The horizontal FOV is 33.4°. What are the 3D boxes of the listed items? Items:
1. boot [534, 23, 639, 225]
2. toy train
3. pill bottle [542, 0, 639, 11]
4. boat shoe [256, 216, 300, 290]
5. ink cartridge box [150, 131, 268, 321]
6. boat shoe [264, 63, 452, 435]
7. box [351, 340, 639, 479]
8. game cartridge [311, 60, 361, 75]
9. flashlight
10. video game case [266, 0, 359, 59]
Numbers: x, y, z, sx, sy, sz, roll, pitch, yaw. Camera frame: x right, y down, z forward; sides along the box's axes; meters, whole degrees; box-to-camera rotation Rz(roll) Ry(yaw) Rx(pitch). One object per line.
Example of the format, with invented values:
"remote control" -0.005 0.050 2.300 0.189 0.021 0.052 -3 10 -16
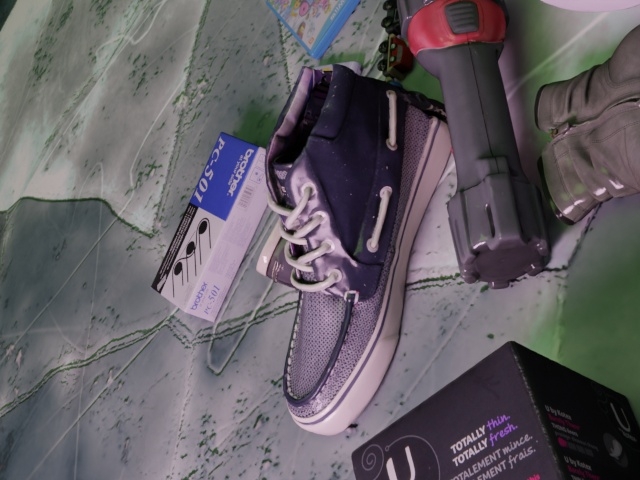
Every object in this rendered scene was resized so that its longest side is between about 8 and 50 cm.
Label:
"boot" 0.240 -0.048 0.805 0.161 0.083 0.246 -40 41 47
"toy train" 0.079 -0.188 1.110 0.036 0.027 0.158 -12 61 36
"pill bottle" 0.215 -0.290 0.802 0.119 0.119 0.208 -8 64 50
"boat shoe" 0.011 -0.042 1.104 0.065 0.075 0.206 30 90 11
"ink cartridge box" -0.121 -0.018 1.250 0.097 0.046 0.207 25 91 53
"boat shoe" 0.000 0.000 0.991 0.127 0.158 0.340 4 74 52
"box" 0.145 0.231 0.692 0.165 0.143 0.270 -40 43 29
"game cartridge" 0.010 -0.171 1.196 0.083 0.017 0.056 3 77 52
"flashlight" 0.135 -0.106 0.942 0.103 0.103 0.304 -33 52 41
"video game case" -0.003 -0.302 1.286 0.119 0.015 0.166 -54 38 16
